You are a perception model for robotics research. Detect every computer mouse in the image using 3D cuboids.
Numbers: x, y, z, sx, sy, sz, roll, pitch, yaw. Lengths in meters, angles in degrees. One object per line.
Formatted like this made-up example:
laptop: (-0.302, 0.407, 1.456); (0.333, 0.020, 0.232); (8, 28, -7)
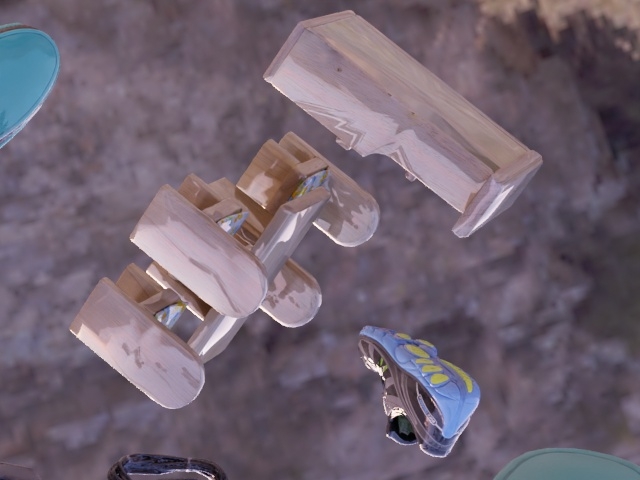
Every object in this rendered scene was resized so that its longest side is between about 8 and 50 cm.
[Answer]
computer mouse: (-0.179, 0.173, 1.326); (0.242, 0.071, 0.041); (-6, 130, -22)

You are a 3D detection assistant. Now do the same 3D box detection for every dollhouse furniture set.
dollhouse furniture set: (0.000, 0.000, 1.234); (0.242, 0.161, 0.212); (-55, 170, 21)

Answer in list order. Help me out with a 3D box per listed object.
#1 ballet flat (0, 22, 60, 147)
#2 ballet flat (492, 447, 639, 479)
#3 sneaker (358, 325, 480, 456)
ballet flat: (-0.302, -0.076, 1.477); (0.247, 0.083, 0.087); (-50, -162, -27)
ballet flat: (0.029, 0.128, 0.456); (0.086, 0.086, 0.248); (-26, 179, 34)
sneaker: (0.068, 0.120, 1.536); (0.067, 0.078, 0.188); (18, -171, -21)
